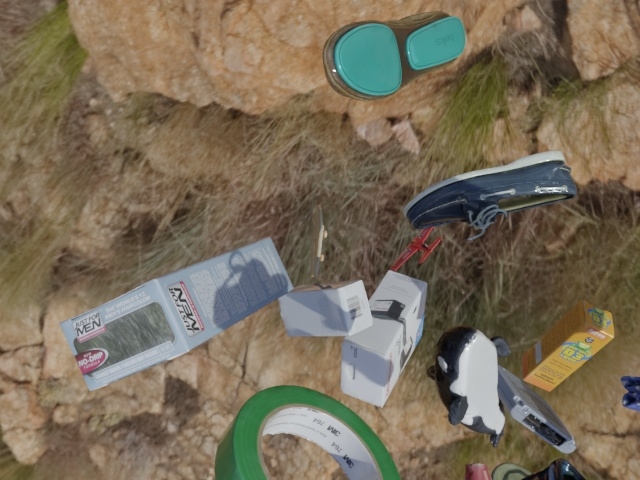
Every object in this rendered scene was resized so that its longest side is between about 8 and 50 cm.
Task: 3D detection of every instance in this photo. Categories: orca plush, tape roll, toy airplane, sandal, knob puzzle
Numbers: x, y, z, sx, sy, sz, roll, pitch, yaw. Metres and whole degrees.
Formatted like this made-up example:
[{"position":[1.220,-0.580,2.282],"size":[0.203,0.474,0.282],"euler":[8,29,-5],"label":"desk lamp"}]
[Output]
[{"position":[0.220,0.210,1.039],"size":[0.102,0.287,0.151],"euler":[22,77,39],"label":"orca plush"},{"position":[-0.014,0.389,1.109],"size":[0.321,0.321,0.077],"euler":[32,117,-2],"label":"tape roll"},{"position":[0.207,0.010,1.384],"size":[0.028,0.151,0.151],"euler":[41,115,-6],"label":"toy airplane"},{"position":[0.551,0.656,1.638],"size":[0.303,0.120,0.086],"euler":[42,147,32],"label":"sandal"},{"position":[0.000,0.000,1.763],"size":[0.030,0.213,0.213],"euler":[4,114,-5],"label":"knob puzzle"}]

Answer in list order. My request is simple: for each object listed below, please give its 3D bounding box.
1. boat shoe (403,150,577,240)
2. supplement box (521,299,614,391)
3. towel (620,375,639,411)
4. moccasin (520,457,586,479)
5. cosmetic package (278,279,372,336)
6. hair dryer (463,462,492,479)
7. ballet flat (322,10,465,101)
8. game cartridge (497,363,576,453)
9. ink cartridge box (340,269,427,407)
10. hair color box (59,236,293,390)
[{"position":[0.255,-0.059,1.014],"size":[0.255,0.095,0.079],"euler":[-16,70,1],"label":"boat shoe"},{"position":[0.547,0.238,1.500],"size":[0.078,0.080,0.233],"euler":[24,129,-5],"label":"supplement box"},{"position":[0.455,0.131,0.532],"size":[0.243,0.040,0.336],"euler":[22,154,-22],"label":"towel"},{"position":[0.225,0.260,0.524],"size":[0.138,0.342,0.117],"euler":[37,89,-12],"label":"moccasin"},{"position":[0.006,0.163,1.598],"size":[0.231,0.085,0.117],"euler":[-8,97,49],"label":"cosmetic package"},{"position":[0.239,0.509,1.140],"size":[0.080,0.223,0.293],"euler":[4,108,-22],"label":"hair dryer"},{"position":[0.087,-0.281,1.019],"size":[0.124,0.342,0.116],"euler":[4,116,42],"label":"ballet flat"},{"position":[0.574,0.458,1.865],"size":[0.297,0.198,0.062],"euler":[37,100,-29],"label":"game cartridge"},{"position":[0.180,0.270,1.875],"size":[0.129,0.307,0.223],"euler":[18,132,21],"label":"ink cartridge box"},{"position":[-0.209,0.103,1.087],"size":[0.185,0.374,0.113],"euler":[-24,90,22],"label":"hair color box"}]
